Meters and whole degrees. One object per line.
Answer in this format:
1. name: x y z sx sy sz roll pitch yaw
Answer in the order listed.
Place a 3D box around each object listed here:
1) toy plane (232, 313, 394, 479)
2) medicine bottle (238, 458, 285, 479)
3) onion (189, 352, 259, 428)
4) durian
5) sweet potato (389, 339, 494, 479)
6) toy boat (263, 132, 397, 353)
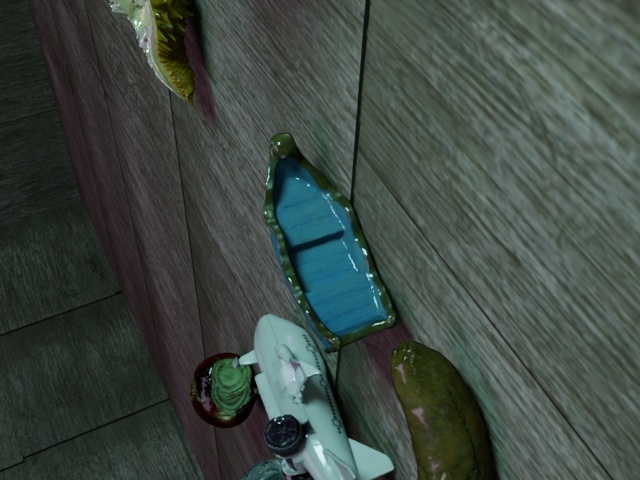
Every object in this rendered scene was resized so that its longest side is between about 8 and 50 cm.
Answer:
1. toy plane: -0.022 0.176 0.865 0.255 0.101 0.251 54 167 39
2. medicine bottle: -0.013 0.391 0.998 0.293 0.141 0.141 40 145 55
3. onion: -0.152 0.238 1.293 0.118 0.118 0.117 133 148 -69
4. durian: -0.174 -0.260 0.897 0.140 0.078 0.224 13 133 54
5. sweet potato: 0.097 0.194 0.607 0.075 0.075 0.273 37 140 58
6. toy boat: 0.000 0.000 0.665 0.077 0.075 0.185 104 145 -64
